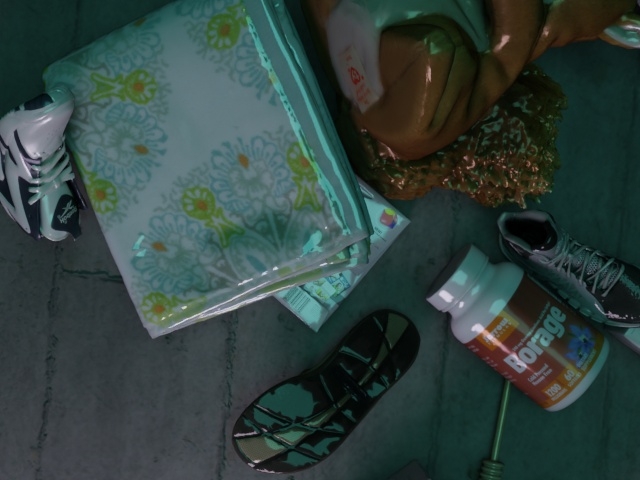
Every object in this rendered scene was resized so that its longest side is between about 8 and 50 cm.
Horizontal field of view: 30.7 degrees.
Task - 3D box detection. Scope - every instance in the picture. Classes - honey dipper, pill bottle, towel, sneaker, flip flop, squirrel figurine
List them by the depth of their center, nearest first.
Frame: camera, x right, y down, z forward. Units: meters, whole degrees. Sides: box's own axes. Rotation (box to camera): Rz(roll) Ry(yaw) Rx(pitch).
[{"bbox_3d":[-0.318,-0.077,1.376,0.153,0.235,0.094,53,45,-3],"label":"sneaker"},{"bbox_3d":[0.197,-0.228,1.387,0.370,0.397,0.281,-23,48,-21],"label":"squirrel figurine"},{"bbox_3d":[-0.137,-0.098,1.399,0.320,0.090,0.375,-21,91,17],"label":"towel"},{"bbox_3d":[0.307,0.030,1.416,0.228,0.132,0.086,28,86,23],"label":"sneaker"},{"bbox_3d":[0.243,0.105,1.456,0.216,0.121,0.121,38,88,-3],"label":"pill bottle"},{"bbox_3d":[0.010,0.192,1.470,0.277,0.080,0.112,-41,88,-17],"label":"flip flop"},{"bbox_3d":[0.232,0.243,1.502,0.030,0.030,0.161,12,88,-4],"label":"honey dipper"}]

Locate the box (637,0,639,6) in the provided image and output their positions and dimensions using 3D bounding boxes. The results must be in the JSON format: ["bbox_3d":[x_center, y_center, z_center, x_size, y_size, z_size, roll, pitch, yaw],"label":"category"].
[{"bbox_3d":[0.532,-0.379,1.450,0.322,0.058,0.232,-16,60,-5],"label":"box"}]

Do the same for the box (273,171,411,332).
[{"bbox_3d":[0.000,0.000,1.481,0.145,0.038,0.186,40,89,-4],"label":"box"}]

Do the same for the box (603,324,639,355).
[{"bbox_3d":[0.439,0.105,1.485,0.101,0.087,0.102,35,88,-3],"label":"box"}]

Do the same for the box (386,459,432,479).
[{"bbox_3d":[0.085,0.367,1.443,0.170,0.130,0.091,-35,92,-2],"label":"box"}]
